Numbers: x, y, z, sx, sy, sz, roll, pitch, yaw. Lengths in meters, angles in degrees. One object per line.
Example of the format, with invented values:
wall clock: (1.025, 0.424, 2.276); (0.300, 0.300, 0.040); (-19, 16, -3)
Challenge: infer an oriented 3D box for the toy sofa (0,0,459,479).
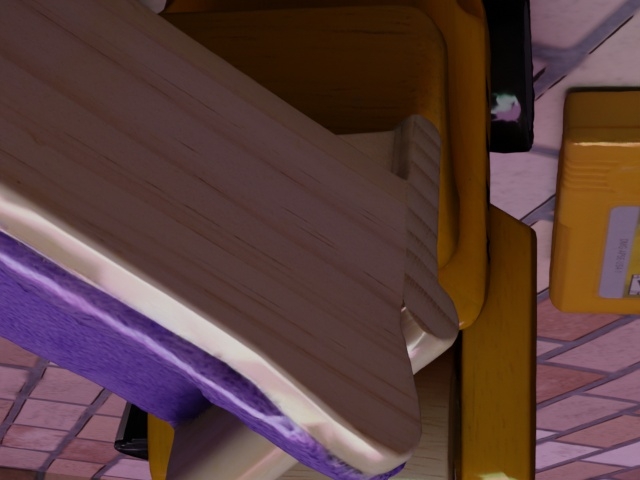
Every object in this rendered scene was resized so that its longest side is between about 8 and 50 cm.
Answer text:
toy sofa: (-0.137, -0.033, 0.404); (0.363, 0.177, 0.150); (33, 127, -22)

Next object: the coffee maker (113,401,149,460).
coffee maker: (-0.104, 0.105, 1.131); (0.120, 0.178, 0.171); (14, 158, -26)

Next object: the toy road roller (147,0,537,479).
toy road roller: (0.000, 0.000, 0.629); (0.203, 0.329, 0.240); (0, -179, 12)

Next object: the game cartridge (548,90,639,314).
game cartridge: (0.312, -0.015, 0.912); (0.285, 0.052, 0.323); (1, 160, 9)
